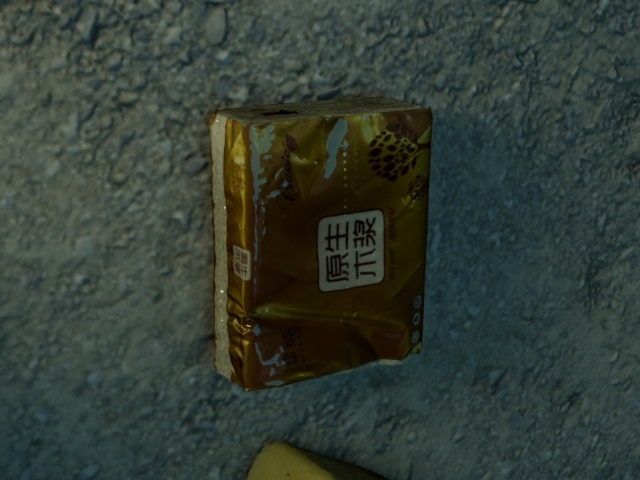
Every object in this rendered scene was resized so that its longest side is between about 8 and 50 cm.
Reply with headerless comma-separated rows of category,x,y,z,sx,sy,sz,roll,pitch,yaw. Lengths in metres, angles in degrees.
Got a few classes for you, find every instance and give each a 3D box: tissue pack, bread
tissue pack,0.000,0.000,0.905,0.183,0.092,0.226,-8,106,-29
bread,0.052,0.291,0.971,0.240,0.178,0.135,28,87,-36
